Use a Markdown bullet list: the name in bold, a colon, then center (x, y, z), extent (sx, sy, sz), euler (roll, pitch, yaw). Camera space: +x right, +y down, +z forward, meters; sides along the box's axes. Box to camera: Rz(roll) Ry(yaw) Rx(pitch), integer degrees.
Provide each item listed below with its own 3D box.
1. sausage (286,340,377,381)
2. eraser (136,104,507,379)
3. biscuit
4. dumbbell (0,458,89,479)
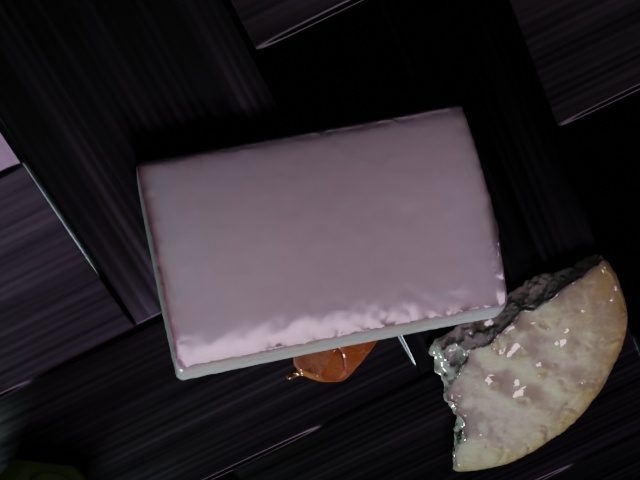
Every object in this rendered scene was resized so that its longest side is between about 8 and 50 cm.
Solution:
- **sausage**: center (0.031, 0.062, 1.409), extent (0.065, 0.065, 0.169), euler (19, 118, -28)
- **eraser**: center (0.000, 0.000, 1.295), extent (0.270, 0.174, 0.095), euler (-11, 167, -10)
- **biscuit**: center (0.189, 0.119, 1.515), extent (0.188, 0.040, 0.265), euler (11, 121, -26)
- **dumbbell**: center (-0.285, 0.338, 1.490), extent (0.108, 0.121, 0.302), euler (-12, 134, -46)
